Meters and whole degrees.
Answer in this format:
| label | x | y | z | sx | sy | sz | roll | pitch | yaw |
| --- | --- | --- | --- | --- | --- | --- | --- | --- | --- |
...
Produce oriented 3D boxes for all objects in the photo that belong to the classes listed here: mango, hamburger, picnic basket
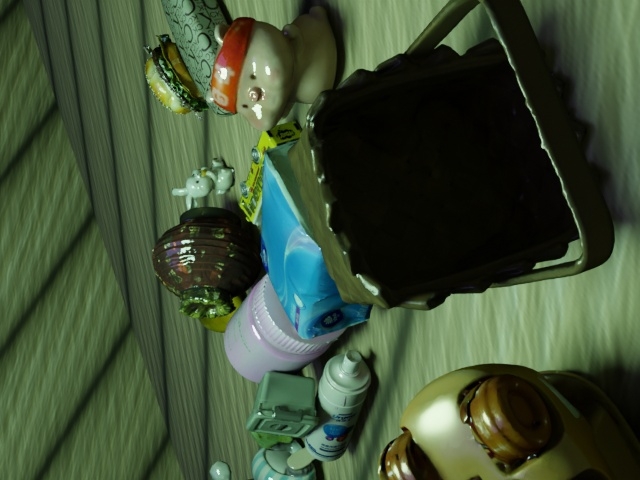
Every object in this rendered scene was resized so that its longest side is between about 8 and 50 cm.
| label | x | y | z | sx | sy | sz | roll | pitch | yaw |
| --- | --- | --- | --- | --- | --- | --- | --- | --- | --- |
| mango | -0.247 | 0.162 | 1.755 | 0.195 | 0.098 | 0.137 | -7 | 96 | 57 |
| hamburger | -0.306 | -0.343 | 1.488 | 0.189 | 0.093 | 0.164 | 66 | -166 | 17 |
| picnic basket | 0.133 | -0.071 | 0.698 | 0.254 | 0.291 | 0.321 | 70 | 162 | 3 |

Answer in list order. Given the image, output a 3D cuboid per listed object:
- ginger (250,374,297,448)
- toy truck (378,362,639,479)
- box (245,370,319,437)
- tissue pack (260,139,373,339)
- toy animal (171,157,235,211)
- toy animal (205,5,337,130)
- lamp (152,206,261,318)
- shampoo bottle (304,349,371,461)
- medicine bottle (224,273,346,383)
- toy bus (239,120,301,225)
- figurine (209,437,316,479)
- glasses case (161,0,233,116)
| label | x | y | z | sx | sy | sz | roll | pitch | yaw |
| --- | --- | --- | --- | --- | --- | --- | --- | --- | --- |
| ginger | -0.106 | 0.329 | 1.570 | 0.137 | 0.089 | 0.289 | 1 | 102 | 24 |
| toy truck | 0.225 | 0.265 | 0.778 | 0.204 | 0.212 | 0.288 | -45 | 72 | 37 |
| box | -0.071 | 0.310 | 1.335 | 0.172 | 0.124 | 0.092 | 118 | 160 | -62 |
| tissue pack | 0.000 | 0.000 | 1.083 | 0.263 | 0.146 | 0.198 | 98 | 149 | -55 |
| toy animal | -0.258 | -0.128 | 1.567 | 0.071 | 0.124 | 0.085 | 51 | 148 | 26 |
| toy animal | -0.075 | -0.262 | 1.066 | 0.171 | 0.198 | 0.171 | 46 | 145 | 48 |
| lamp | -0.247 | 0.052 | 1.538 | 0.247 | 0.247 | 0.246 | 39 | 138 | 46 |
| shampoo bottle | 0.035 | 0.305 | 1.328 | 0.092 | 0.092 | 0.303 | 53 | 147 | 32 |
| medicine bottle | -0.066 | 0.154 | 1.327 | 0.178 | 0.178 | 0.290 | 64 | 151 | 15 |
| toy bus | -0.089 | -0.125 | 1.314 | 0.074 | 0.081 | 0.226 | 55 | 145 | 21 |
| figurine | -0.185 | 0.653 | 1.637 | 0.266 | 0.378 | 0.361 | 38 | 139 | 47 |
| glasses case | -0.236 | -0.409 | 1.397 | 0.354 | 0.085 | 0.137 | 65 | 152 | 14 |
